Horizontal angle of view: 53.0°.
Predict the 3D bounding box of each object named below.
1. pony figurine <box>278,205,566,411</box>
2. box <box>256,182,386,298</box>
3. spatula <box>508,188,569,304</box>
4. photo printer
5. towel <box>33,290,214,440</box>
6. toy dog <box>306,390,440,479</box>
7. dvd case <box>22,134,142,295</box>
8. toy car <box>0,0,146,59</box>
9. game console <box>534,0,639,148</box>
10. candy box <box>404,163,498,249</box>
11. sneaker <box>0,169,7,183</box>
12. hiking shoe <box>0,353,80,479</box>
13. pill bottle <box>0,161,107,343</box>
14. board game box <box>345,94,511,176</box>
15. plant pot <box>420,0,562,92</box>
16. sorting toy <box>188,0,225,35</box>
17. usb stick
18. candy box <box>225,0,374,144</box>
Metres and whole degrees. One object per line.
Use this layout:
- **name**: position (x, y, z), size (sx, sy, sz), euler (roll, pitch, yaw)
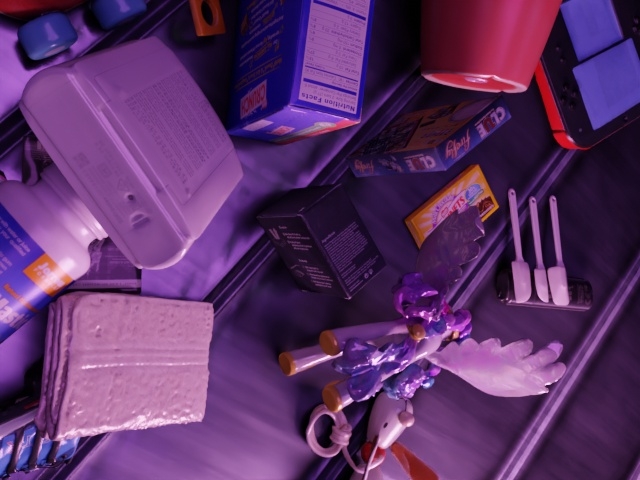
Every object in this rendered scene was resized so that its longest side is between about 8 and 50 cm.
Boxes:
- **pony figurine**: position (0.155, 0.148, 1.035), size (0.363, 0.351, 0.303), euler (-16, 77, -27)
- **box**: position (0.000, 0.000, 1.035), size (0.093, 0.156, 0.158), euler (-39, 110, -24)
- **spatula**: position (0.460, 0.014, 1.360), size (0.168, 0.019, 0.242), euler (4, 75, -26)
- **photo printer**: position (-0.219, -0.134, 0.847), size (0.107, 0.308, 0.256), euler (-26, 109, 18)
- **towel**: position (-0.257, 0.169, 0.890), size (0.282, 0.049, 0.187), euler (16, 76, -56)
- **toy dog**: position (0.101, 0.443, 1.107), size (0.220, 0.161, 0.334), euler (-1, 92, -31)
- **dvd case**: position (-0.336, -0.031, 0.917), size (0.164, 0.018, 0.222), euler (1, 91, -30)
- **toy car**: position (-0.321, -0.376, 0.788), size (0.210, 0.238, 0.219), euler (-34, 107, -25)
- **game console**: position (0.623, -0.415, 1.443), size (0.386, 0.060, 0.342), euler (-29, 106, -27)
- **candy box**: position (0.260, -0.053, 1.261), size (0.206, 0.027, 0.105), euler (-38, 106, -24)
- **sneaker**: position (-0.490, -0.078, 0.807), size (0.178, 0.072, 0.077), euler (15, 97, -22)
- **hiking shoe**: position (-0.389, 0.268, 0.842), size (0.304, 0.113, 0.132), euler (-42, 110, -22)
- **pill bottle**: position (-0.388, 0.023, 0.795), size (0.272, 0.152, 0.152), euler (-42, 111, -14)
- **board game box**: position (0.173, -0.171, 1.081), size (0.165, 0.243, 0.042), euler (-38, 111, -23)
- **plant pot**: position (0.297, -0.403, 1.150), size (0.274, 0.275, 0.243), euler (4, 99, -30)
- **sorting toy**: position (-0.210, -0.470, 0.934), size (0.196, 0.047, 0.348), euler (-13, 97, -60)
- **usb stick**: position (0.489, 0.109, 1.391), size (0.277, 0.045, 0.077), euler (7, 78, -30)
- **candy box**: position (-0.033, -0.316, 0.942), size (0.122, 0.268, 0.318), euler (9, 88, -27)
